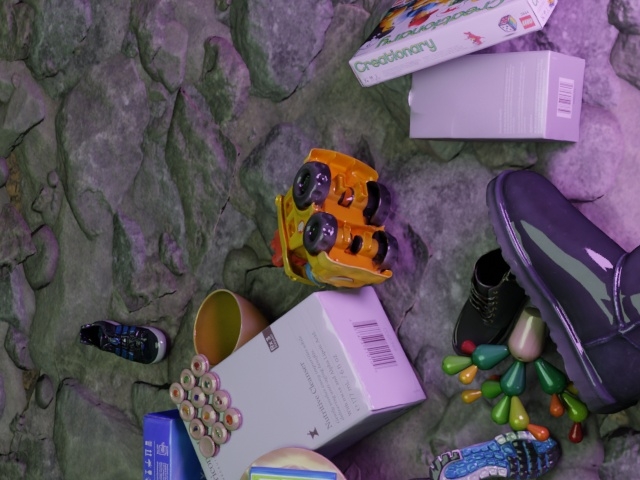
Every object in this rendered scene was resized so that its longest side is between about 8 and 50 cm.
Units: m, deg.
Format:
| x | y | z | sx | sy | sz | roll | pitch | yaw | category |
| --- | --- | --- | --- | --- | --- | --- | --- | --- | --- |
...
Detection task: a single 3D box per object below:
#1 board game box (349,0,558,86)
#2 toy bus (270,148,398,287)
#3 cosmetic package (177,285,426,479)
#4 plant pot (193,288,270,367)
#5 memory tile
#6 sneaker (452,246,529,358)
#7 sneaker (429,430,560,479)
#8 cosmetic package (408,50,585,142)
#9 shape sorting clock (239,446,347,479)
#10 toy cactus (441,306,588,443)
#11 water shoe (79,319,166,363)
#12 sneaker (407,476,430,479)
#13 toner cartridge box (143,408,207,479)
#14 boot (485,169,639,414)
| x | y | z | sx | sy | sz | roll | pitch | yaw | category |
| --- | --- | --- | --- | --- | --- | --- | --- | --- | --- |
| 0.205 | -0.326 | 1.664 | 0.305 | 0.193 | 0.053 | -13 | 121 | 39 | board game box |
| 0.000 | 0.000 | 1.837 | 0.211 | 0.149 | 0.220 | -42 | 43 | 38 | toy bus |
| -0.042 | 0.257 | 1.892 | 0.385 | 0.156 | 0.217 | -39 | 67 | 33 | cosmetic package |
| -0.142 | 0.157 | 2.007 | 0.134 | 0.095 | 0.134 | -16 | 68 | 44 | plant pot |
| -0.192 | 0.273 | 1.913 | 0.113 | 0.012 | 0.148 | -50 | 61 | 30 | memory tile |
| 0.235 | 0.085 | 1.679 | 0.083 | 0.118 | 0.222 | 46 | 118 | 30 | sneaker |
| 0.256 | 0.316 | 1.700 | 0.190 | 0.083 | 0.071 | -13 | 84 | 16 | sneaker |
| 0.249 | -0.204 | 1.679 | 0.238 | 0.107 | 0.127 | 7 | 95 | 43 | cosmetic package |
| -0.039 | 0.420 | 1.779 | 0.206 | 0.040 | 0.206 | -3 | 83 | 20 | shape sorting clock |
| 0.287 | 0.180 | 1.641 | 0.219 | 0.112 | 0.181 | 25 | 114 | 28 | toy cactus |
| -0.382 | 0.198 | 2.229 | 0.203 | 0.080 | 0.073 | 5 | 94 | 40 | water shoe |
| 0.213 | 0.410 | 1.734 | 0.227 | 0.130 | 0.087 | 14 | 96 | 11 | sneaker |
| -0.229 | 0.473 | 2.048 | 0.075 | 0.165 | 0.348 | 1 | 92 | 40 | toner cartridge box |
| 0.464 | -0.021 | 1.462 | 0.445 | 0.146 | 0.367 | -35 | 78 | 39 | boot |
